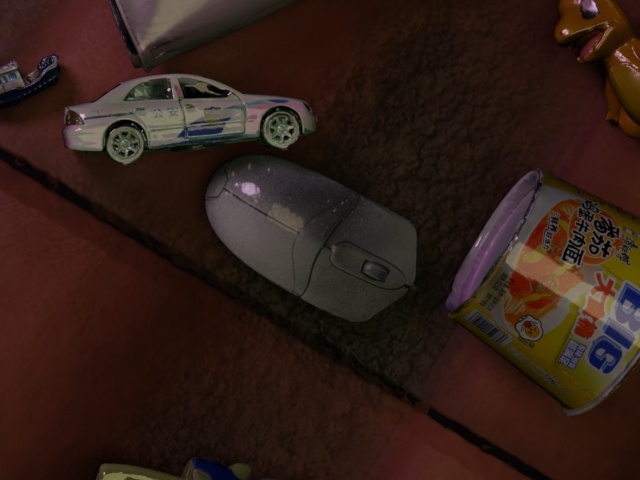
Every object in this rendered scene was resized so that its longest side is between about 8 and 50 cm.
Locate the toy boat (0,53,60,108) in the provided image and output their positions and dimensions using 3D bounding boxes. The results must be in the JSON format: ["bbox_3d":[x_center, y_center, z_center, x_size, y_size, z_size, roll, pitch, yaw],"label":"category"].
[{"bbox_3d":[-0.267,-0.141,1.237,0.083,0.038,0.038,-28,101,-7],"label":"toy boat"}]

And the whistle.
[{"bbox_3d":[-0.096,0.249,1.289,0.227,0.085,0.105,19,83,-12],"label":"whistle"}]

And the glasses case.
[{"bbox_3d":[-0.052,-0.268,1.245,0.308,0.083,0.128,-27,95,-7],"label":"glasses case"}]

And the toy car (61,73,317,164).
[{"bbox_3d":[-0.116,-0.111,1.244,0.224,0.090,0.076,-7,95,-11],"label":"toy car"}]

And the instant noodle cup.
[{"bbox_3d":[0.215,0.041,1.281,0.153,0.205,0.205,30,90,-4],"label":"instant noodle cup"}]

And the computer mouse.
[{"bbox_3d":[0.000,0.001,1.282,0.229,0.068,0.113,28,98,-17],"label":"computer mouse"}]

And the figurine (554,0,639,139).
[{"bbox_3d":[0.300,-0.180,1.329,0.176,0.121,0.122,44,58,-3],"label":"figurine"}]
